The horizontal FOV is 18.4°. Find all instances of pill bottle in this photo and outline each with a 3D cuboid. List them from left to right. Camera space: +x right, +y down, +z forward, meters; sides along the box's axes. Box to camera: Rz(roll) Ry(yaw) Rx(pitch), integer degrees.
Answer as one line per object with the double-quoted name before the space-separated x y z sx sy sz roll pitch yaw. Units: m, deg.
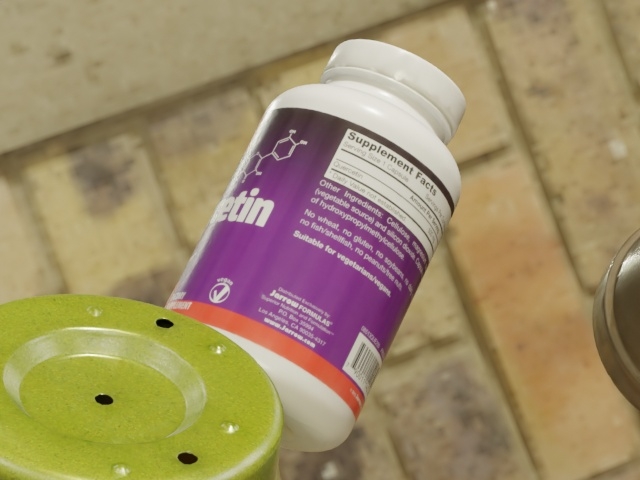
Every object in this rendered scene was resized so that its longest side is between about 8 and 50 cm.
"pill bottle" 0.000 0.000 1.638 0.181 0.323 0.181 23 -19 8

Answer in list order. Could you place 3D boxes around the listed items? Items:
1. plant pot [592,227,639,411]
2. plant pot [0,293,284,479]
"plant pot" 0.537 0.066 2.546 0.280 0.323 0.323 104 -36 -65
"plant pot" -0.170 0.239 1.355 0.366 0.366 0.353 -127 -138 -52
